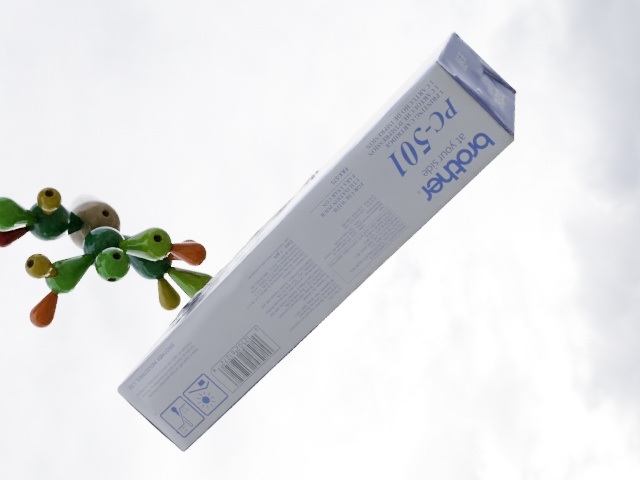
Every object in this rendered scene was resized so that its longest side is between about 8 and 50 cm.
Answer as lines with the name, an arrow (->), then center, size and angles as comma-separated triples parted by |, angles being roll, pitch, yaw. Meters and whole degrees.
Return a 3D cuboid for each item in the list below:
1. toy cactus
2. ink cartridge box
toy cactus -> -0.195, 0.009, 0.887 | 0.219, 0.180, 0.112 | 11, -76, -25
ink cartridge box -> 0.000, 0.000, 0.453 | 0.046, 0.207, 0.097 | 44, -158, -5
